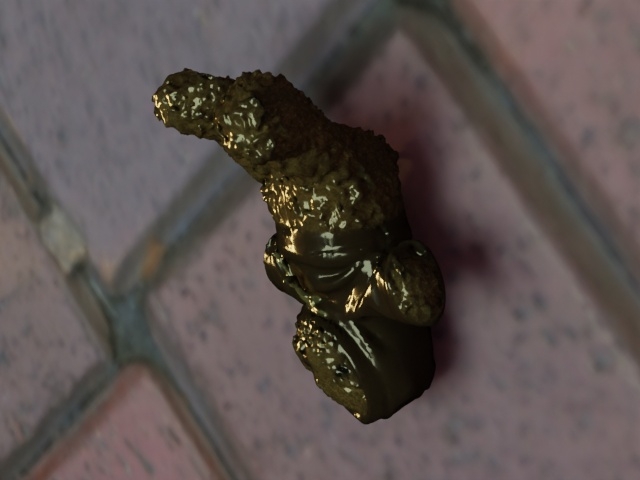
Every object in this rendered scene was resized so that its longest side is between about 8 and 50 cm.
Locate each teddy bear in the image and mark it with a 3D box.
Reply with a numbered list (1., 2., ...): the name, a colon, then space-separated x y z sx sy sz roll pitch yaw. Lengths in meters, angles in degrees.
1. teddy bear: 0.006 -0.007 0.613 0.119 0.078 0.160 16 136 58
